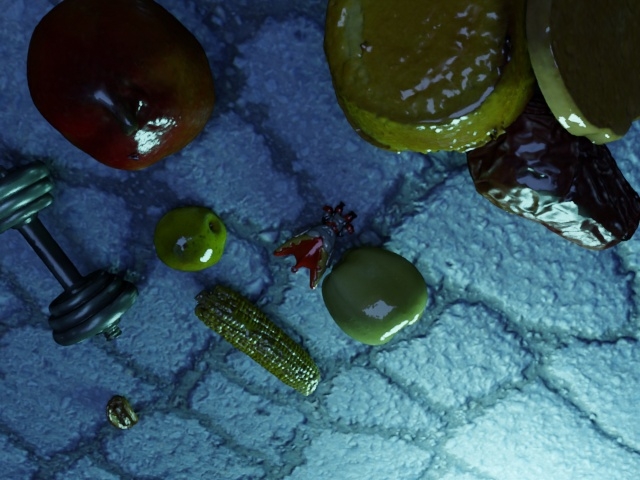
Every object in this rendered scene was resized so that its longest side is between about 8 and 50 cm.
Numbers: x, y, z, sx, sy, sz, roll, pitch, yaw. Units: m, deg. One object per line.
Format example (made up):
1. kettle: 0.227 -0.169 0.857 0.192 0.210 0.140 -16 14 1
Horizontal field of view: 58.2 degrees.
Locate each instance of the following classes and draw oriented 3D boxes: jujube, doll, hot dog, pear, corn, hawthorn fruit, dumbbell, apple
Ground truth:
1. jujube: 0.415 -0.110 1.010 0.342 0.216 0.216 28 108 -18
2. doll: 0.000 0.000 1.127 0.109 0.057 0.169 42 92 2
3. hot dog: -0.442 0.386 1.281 0.058 0.035 0.083 -24 108 5
4. pear: -0.253 0.004 1.105 0.141 0.104 0.141 1 113 4
5. corn: -0.124 0.203 1.180 0.320 0.097 0.097 42 105 -15
6. hawthorn fruit: -0.319 -0.254 0.907 0.295 0.311 0.295 2 101 10
7. dumbbell: -0.503 0.026 1.074 0.179 0.179 0.406 -28 108 10
8. apple: 0.102 0.103 1.093 0.200 0.200 0.200 0 110 1

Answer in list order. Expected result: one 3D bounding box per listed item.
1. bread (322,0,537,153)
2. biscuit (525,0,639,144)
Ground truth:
1. bread: 0.170 -0.319 0.880 0.337 0.204 0.358 2 89 14
2. biscuit: 0.428 -0.313 0.882 0.351 0.057 0.312 -35 112 -30
